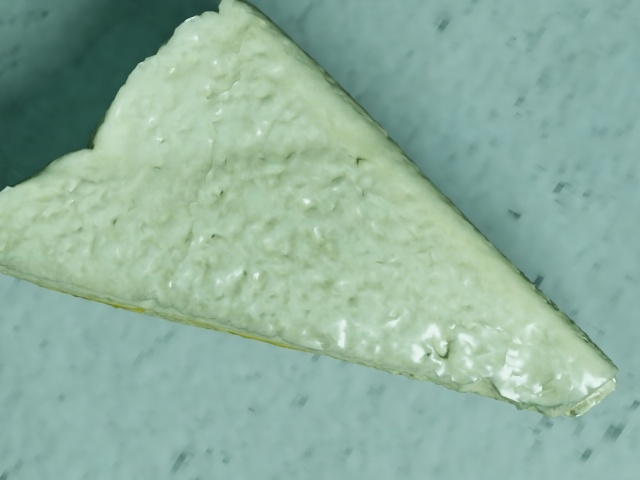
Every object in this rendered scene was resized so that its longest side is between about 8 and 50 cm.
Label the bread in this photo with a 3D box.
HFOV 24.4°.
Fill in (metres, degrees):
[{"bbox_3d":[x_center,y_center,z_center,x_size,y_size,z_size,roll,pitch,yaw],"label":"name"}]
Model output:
[{"bbox_3d":[-0.009,0.019,0.402,0.105,0.077,0.152,-44,81,0],"label":"bread"}]
